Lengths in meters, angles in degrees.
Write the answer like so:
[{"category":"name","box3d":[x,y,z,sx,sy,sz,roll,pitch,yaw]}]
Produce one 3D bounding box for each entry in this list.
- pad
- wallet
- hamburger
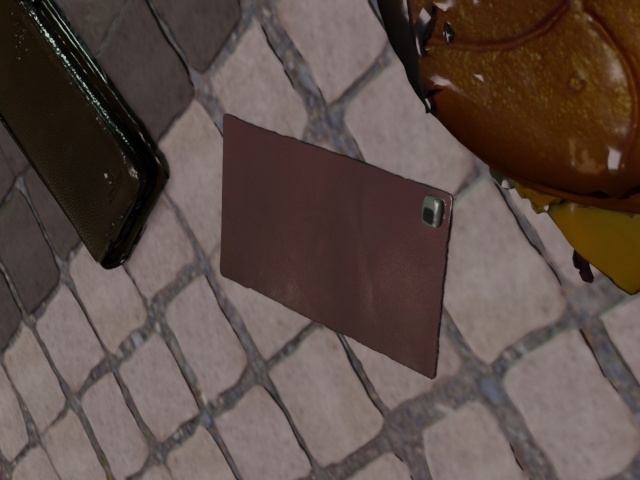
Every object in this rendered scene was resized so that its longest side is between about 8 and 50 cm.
[{"category":"pad","box3d":[0.000,0.000,0.699,0.188,0.006,0.113,24,121,41]},{"category":"wallet","box3d":[-0.185,-0.085,0.850,0.198,0.031,0.110,53,135,19]},{"category":"hamburger","box3d":[0.122,-0.114,0.425,0.243,0.139,0.261,58,137,17]}]
